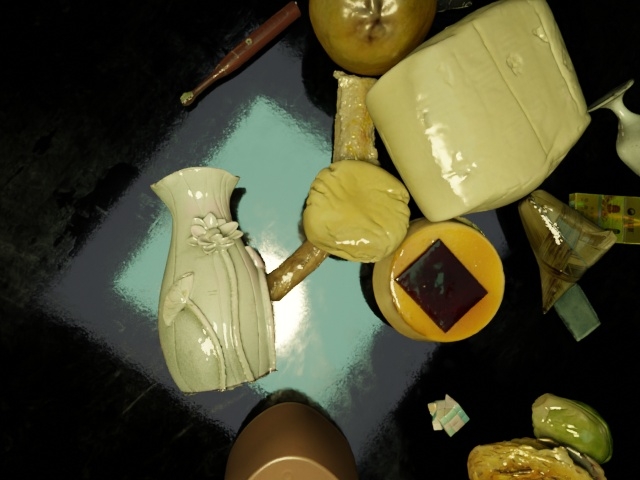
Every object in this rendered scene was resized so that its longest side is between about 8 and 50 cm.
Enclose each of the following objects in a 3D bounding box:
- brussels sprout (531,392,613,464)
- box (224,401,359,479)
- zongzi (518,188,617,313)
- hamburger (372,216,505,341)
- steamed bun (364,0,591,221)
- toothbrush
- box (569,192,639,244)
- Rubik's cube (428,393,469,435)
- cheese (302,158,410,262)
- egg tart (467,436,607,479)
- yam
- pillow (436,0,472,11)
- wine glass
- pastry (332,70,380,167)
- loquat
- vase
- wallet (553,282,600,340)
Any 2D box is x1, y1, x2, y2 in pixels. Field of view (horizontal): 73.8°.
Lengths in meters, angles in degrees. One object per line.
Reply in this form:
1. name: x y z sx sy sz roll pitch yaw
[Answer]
1. brussels sprout: 0.599 0.450 1.007 0.131 0.145 0.183 -37 98 -33
2. box: -0.057 0.530 0.901 0.301 0.216 0.301 0 90 -7
3. zongzi: 0.538 0.021 1.039 0.221 0.112 0.242 38 104 10
4. hamburger: 0.264 0.087 0.964 0.300 0.176 0.300 0 93 -5
5. steamed bun: 0.332 -0.262 0.926 0.456 0.290 0.371 -30 98 -21
6. toothbrush: -0.190 -0.441 1.008 0.364 0.041 0.041 -42 92 -6
7. box: 0.732 -0.054 1.089 0.193 0.030 0.121 3 88 -5
8. Rubik's cube: 0.294 0.409 1.011 0.084 0.073 0.075 -23 107 -11
9. cheese: 0.078 -0.064 0.902 0.226 0.117 0.214 13 72 11
10. egg tart: 0.491 0.545 0.976 0.297 0.132 0.297 11 116 23
11. yam: 0.000 0.000 0.993 0.357 0.081 0.081 -44 92 -4
12. pillow: 0.261 -0.624 1.053 0.208 0.055 0.141 -18 98 -5
13. wine glass: 0.784 -0.269 1.055 0.126 0.126 0.241 -36 90 -6
14. pastry: 0.089 -0.264 1.002 0.121 0.089 0.258 1 89 4
15. loquat: 0.108 -0.486 0.918 0.276 0.284 0.276 4 122 7
16. vase: -0.232 0.072 0.892 0.250 0.250 0.445 -10 84 -6
17. wallet: 0.639 0.175 1.072 0.088 0.026 0.129 -32 90 -10
